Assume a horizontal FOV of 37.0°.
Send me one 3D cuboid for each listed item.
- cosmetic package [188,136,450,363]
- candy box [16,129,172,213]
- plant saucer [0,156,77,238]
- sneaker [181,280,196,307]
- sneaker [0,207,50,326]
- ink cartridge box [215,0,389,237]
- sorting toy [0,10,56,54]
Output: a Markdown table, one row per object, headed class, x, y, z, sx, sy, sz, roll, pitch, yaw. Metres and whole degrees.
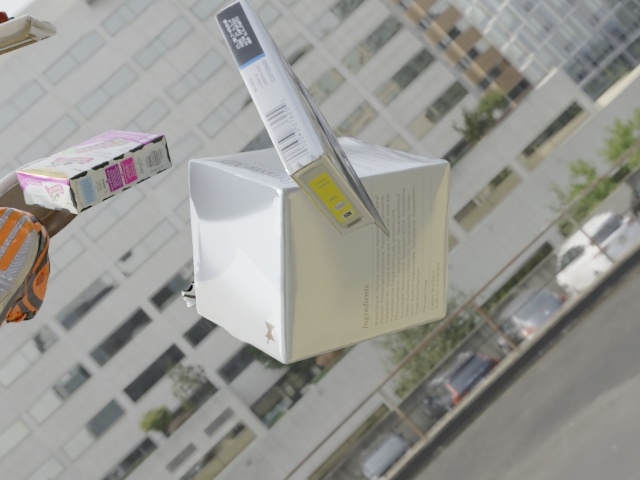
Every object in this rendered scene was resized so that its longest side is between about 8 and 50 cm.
| class | x | y | z | sx | sy | sz | roll | pitch | yaw |
| --- | --- | --- | --- | --- | --- | --- | --- | --- | --- |
| cosmetic package | 0.000 | 0.000 | 1.851 | 0.394 | 0.327 | 0.329 | -12 | 21 | -35 |
| candy box | -0.416 | -0.133 | 1.773 | 0.159 | 0.071 | 0.233 | 10 | 31 | 37 |
| plant saucer | -0.587 | -0.070 | 1.925 | 0.311 | 0.050 | 0.310 | -38 | -12 | -10 |
| sneaker | -0.256 | 0.099 | 2.100 | 0.109 | 0.043 | 0.040 | -40 | 17 | -21 |
| sneaker | -0.449 | 0.112 | 1.253 | 0.321 | 0.125 | 0.180 | -55 | -5 | -7 |
| ink cartridge box | -0.025 | -0.162 | 1.423 | 0.072 | 0.303 | 0.307 | -29 | -28 | 5 |
| sorting toy | -0.462 | -0.200 | 1.088 | 0.307 | 0.041 | 0.229 | -21 | 15 | -4 |
